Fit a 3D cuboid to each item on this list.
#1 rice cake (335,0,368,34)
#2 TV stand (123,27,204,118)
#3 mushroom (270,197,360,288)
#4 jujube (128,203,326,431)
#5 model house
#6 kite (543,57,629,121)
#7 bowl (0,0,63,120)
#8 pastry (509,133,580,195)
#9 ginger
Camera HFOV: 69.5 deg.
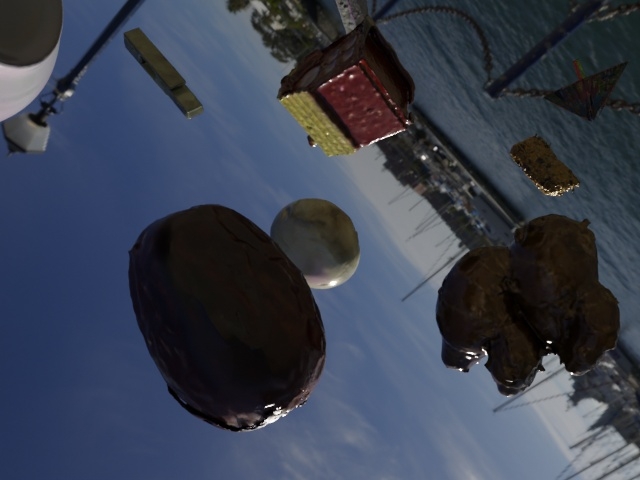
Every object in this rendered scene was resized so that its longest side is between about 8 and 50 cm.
[{"bbox_3d":[0.071,-0.599,1.126,0.064,0.070,0.399,27,155,41],"label":"rice cake"},{"bbox_3d":[-0.309,-0.327,0.896,0.249,0.036,0.042,49,154,19],"label":"TV stand"},{"bbox_3d":[-0.025,0.019,1.532,0.315,0.315,0.356,50,168,3],"label":"mushroom"},{"bbox_3d":[-0.096,0.077,0.498,0.243,0.183,0.183,59,-164,11],"label":"jujube"},{"bbox_3d":[0.042,-0.293,0.955,0.196,0.253,0.160,41,-140,-36],"label":"model house"},{"bbox_3d":[0.748,-0.423,1.287,0.183,0.241,0.014,61,-170,-16],"label":"kite"},{"bbox_3d":[-0.346,-0.231,0.408,0.287,0.143,0.287,0,-90,-79],"label":"bowl"},{"bbox_3d":[0.455,-0.150,0.942,0.056,0.080,0.140,67,178,-65],"label":"pastry"},{"bbox_3d":[0.363,0.129,0.856,0.152,0.357,0.274,10,-125,-54],"label":"ginger"}]
